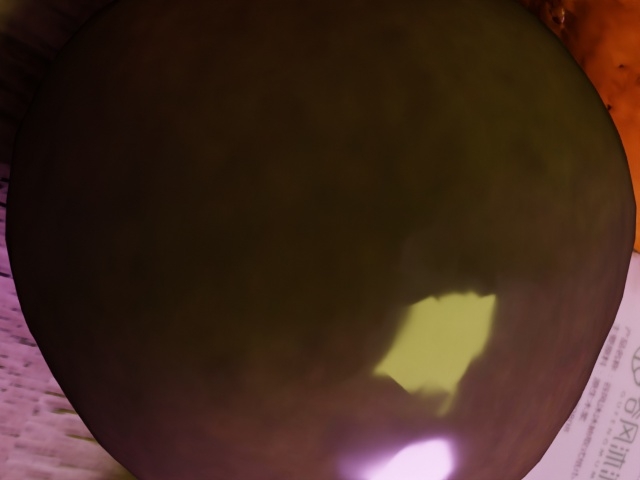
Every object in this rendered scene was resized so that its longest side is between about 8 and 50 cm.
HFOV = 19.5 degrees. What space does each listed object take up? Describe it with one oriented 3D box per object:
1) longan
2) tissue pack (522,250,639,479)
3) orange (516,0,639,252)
[{"bbox_3d":[0.001,-0.001,0.870,0.297,0.297,0.297,-35,141,-34],"label":"longan"},{"bbox_3d":[0.082,0.154,1.125,0.266,0.194,0.356,23,89,-41],"label":"tissue pack"},{"bbox_3d":[0.270,-0.148,1.022,0.326,0.424,0.424,-30,157,22],"label":"orange"}]
